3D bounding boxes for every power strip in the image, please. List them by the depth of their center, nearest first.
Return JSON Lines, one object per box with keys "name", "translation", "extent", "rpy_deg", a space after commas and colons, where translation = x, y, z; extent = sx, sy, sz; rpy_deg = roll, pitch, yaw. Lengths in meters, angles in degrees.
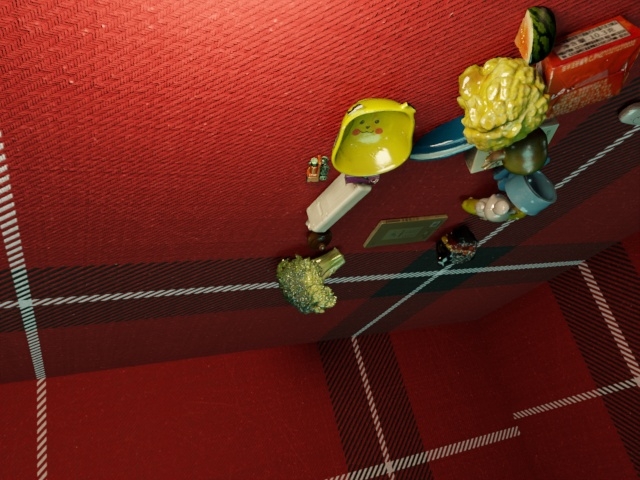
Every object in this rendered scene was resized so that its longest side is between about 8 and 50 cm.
{"name": "power strip", "translation": [0.049, -0.129, 1.647], "extent": [0.058, 0.098, 0.338], "rpy_deg": [1, 152, -37]}

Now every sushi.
{"name": "sushi", "translation": [0.624, 0.017, 2.242], "extent": [0.172, 0.153, 0.150], "rpy_deg": [7, 136, 2]}

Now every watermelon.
{"name": "watermelon", "translation": [0.517, -0.489, 1.203], "extent": [0.135, 0.125, 0.094], "rpy_deg": [-19, -167, -38]}

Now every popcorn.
{"name": "popcorn", "translation": [0.456, -0.356, 1.306], "extent": [0.205, 0.251, 0.237], "rpy_deg": [-36, 121, -9]}

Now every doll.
{"name": "doll", "translation": [0.681, -0.126, 1.935], "extent": [0.252, 0.111, 0.237], "rpy_deg": [7, -172, -39]}

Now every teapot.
{"name": "teapot", "translation": [0.000, 0.000, 1.916], "extent": [0.098, 0.078, 0.129], "rpy_deg": [-7, 154, -17]}

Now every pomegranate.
{"name": "pomegranate", "translation": [0.571, -0.262, 1.478], "extent": [0.191, 0.131, 0.152], "rpy_deg": [-13, 122, 11]}

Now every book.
{"name": "book", "translation": [0.357, -0.039, 2.111], "extent": [0.310, 0.021, 0.217], "rpy_deg": [-6, 154, -20]}

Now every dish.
{"name": "dish", "translation": [0.132, -0.293, 1.324], "extent": [0.221, 0.108, 0.262], "rpy_deg": [-7, 148, -10]}

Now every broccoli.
{"name": "broccoli", "translation": [-0.022, 0.191, 2.108], "extent": [0.301, 0.249, 0.375], "rpy_deg": [-16, 150, 8]}

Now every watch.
{"name": "watch", "translation": [0.743, -0.193, 1.797], "extent": [0.210, 0.193, 0.211], "rpy_deg": [-14, 155, -7]}

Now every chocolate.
{"name": "chocolate", "translation": [0.690, -0.453, 1.321], "extent": [0.237, 0.108, 0.235], "rpy_deg": [-18, 156, 9]}

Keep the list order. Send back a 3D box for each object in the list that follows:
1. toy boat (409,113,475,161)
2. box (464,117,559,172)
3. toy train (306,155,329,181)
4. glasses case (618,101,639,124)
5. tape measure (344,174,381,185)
{"name": "toy boat", "translation": [0.400, -0.310, 1.472], "extent": [0.299, 0.096, 0.062], "rpy_deg": [-22, 148, 13]}
{"name": "box", "translation": [0.608, -0.317, 1.604], "extent": [0.256, 0.069, 0.164], "rpy_deg": [-16, 155, 0]}
{"name": "toy train", "translation": [-0.008, -0.216, 1.501], "extent": [0.064, 0.044, 0.103], "rpy_deg": [0, 154, -7]}
{"name": "glasses case", "translation": [1.084, -0.425, 1.672], "extent": [0.197, 0.049, 0.076], "rpy_deg": [-3, 153, -25]}
{"name": "tape measure", "translation": [0.128, -0.222, 1.461], "extent": [0.118, 0.125, 0.074], "rpy_deg": [-2, 161, 6]}
